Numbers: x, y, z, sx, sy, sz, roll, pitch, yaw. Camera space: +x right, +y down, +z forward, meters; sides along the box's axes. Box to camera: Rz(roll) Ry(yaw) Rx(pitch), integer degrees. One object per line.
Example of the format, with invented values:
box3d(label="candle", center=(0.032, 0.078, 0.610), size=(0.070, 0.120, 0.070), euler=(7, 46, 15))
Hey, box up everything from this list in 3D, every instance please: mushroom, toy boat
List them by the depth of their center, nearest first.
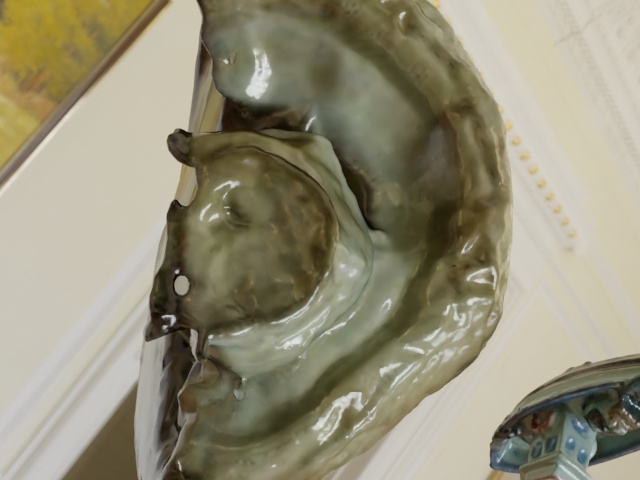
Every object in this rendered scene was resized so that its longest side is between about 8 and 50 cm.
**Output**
box3d(label="mushroom", center=(-0.002, 0.006, 0.462), size=(0.164, 0.267, 0.189), euler=(5, -23, -9))
box3d(label="toy boat", center=(0.144, 0.111, 0.530), size=(0.059, 0.066, 0.140), euler=(40, -40, -13))
